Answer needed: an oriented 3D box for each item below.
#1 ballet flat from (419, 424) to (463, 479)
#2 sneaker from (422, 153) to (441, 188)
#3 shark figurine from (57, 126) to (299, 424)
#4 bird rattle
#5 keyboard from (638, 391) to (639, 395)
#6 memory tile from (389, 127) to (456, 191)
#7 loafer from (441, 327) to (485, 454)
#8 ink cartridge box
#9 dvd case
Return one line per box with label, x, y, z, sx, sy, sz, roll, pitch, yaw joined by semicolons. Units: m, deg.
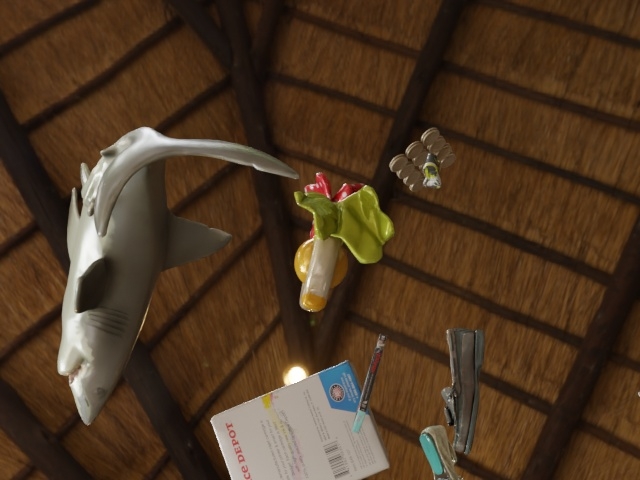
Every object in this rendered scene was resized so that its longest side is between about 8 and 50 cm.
ballet flat;0.222;0.402;1.168;0.052;0.057;0.168;-12;-98;-34
sneaker;0.193;-0.117;1.152;0.031;0.083;0.035;9;-113;14
shark figurine;-0.105;-0.009;0.447;0.116;0.278;0.166;6;-127;-26
bird rattle;0.000;0.000;1.002;0.143;0.253;0.207;16;-88;-12
keyboard;0.616;0.221;1.008;0.255;0.014;0.072;-11;-160;2
memory tile;0.195;-0.151;1.277;0.113;0.148;0.012;-40;-120;11
loafer;0.284;0.303;1.389;0.084;0.096;0.268;9;-124;10
ink cartridge box;-0.027;0.316;1.086;0.232;0.168;0.171;-21;-102;0
dvd case;0.069;0.203;0.958;0.013;0.087;0.120;15;-124;6
